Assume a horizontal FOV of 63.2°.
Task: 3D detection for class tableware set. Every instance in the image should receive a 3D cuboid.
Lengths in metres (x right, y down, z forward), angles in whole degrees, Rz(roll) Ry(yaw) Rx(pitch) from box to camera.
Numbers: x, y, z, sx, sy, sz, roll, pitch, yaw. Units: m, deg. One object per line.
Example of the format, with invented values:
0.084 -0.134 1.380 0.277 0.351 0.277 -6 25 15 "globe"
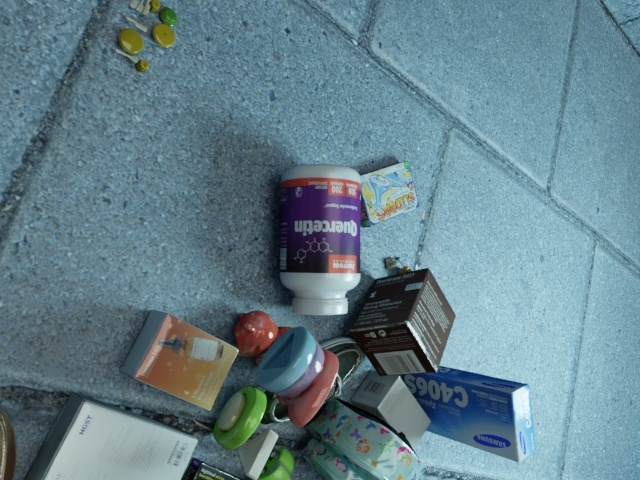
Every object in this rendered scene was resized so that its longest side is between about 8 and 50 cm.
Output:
-0.340 -0.406 1.024 0.104 0.024 0.154 23 73 -38 "tableware set"

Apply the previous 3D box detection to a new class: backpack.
0.097 0.486 1.171 0.225 0.254 0.191 52 60 -25 "backpack"

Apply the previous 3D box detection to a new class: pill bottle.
0.000 0.000 1.164 0.182 0.182 0.322 2 86 -38 "pill bottle"

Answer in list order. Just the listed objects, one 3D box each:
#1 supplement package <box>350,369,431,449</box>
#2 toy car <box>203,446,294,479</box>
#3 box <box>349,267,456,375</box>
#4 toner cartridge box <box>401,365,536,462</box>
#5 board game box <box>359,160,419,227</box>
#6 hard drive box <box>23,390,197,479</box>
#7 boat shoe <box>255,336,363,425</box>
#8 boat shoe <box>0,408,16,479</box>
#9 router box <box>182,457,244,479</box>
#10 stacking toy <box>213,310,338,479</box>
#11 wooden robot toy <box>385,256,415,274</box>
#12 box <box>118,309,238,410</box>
0.182 0.437 1.333 0.105 0.105 0.179 -48 115 -30 "supplement package"
-0.128 0.523 1.063 0.225 0.053 0.239 -42 112 -33 "toy car"
0.209 0.205 1.297 0.167 0.169 0.203 57 41 -20 "box"
0.360 0.420 1.319 0.075 0.348 0.165 -10 94 -36 "toner cartridge box"
0.176 -0.127 1.400 0.201 0.035 0.136 -23 101 -36 "board game box"
-0.367 0.396 0.920 0.232 0.089 0.181 36 67 -32 "hard drive box"
-0.006 0.328 1.183 0.335 0.119 0.121 -26 103 -37 "boat shoe"
-0.528 0.417 0.776 0.123 0.116 0.324 12 81 -37 "boat shoe"
-0.214 0.541 1.058 0.179 0.046 0.133 40 64 -30 "router box"
-0.128 0.269 1.003 0.130 0.309 0.279 44 73 -19 "stacking toy"
0.245 0.113 1.414 0.076 0.079 0.173 -46 114 -30 "wooden robot toy"
-0.270 0.230 1.002 0.170 0.091 0.130 36 67 -31 "box"
